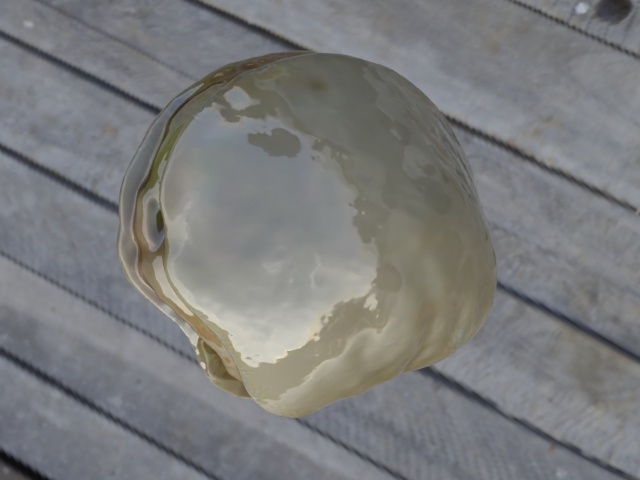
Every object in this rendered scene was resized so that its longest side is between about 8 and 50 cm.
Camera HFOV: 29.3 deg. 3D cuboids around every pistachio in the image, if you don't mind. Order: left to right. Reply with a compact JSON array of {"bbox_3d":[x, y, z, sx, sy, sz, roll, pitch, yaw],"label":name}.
[{"bbox_3d":[0.000,0.000,1.234,0.281,0.445,0.365,24,90,49],"label":"pistachio"}]
